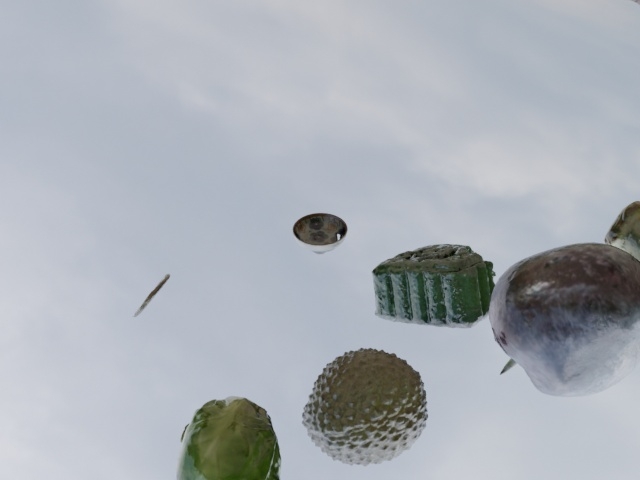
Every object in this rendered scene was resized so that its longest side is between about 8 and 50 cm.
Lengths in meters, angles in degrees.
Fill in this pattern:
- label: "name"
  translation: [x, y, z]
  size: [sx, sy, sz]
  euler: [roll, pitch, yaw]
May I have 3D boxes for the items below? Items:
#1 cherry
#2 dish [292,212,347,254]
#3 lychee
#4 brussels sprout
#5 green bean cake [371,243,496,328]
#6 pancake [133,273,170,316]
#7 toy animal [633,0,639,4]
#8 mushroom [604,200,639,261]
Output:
- label: "cherry"
  translation: [0.397, 0.128, 1.559]
  size: [0.255, 0.296, 0.218]
  euler: [42, -145, -20]
- label: "dish"
  translation: [0.000, 0.000, 2.524]
  size: [0.141, 0.078, 0.141]
  euler: [-1, -143, 1]
- label: "lychee"
  translation: [0.096, 0.356, 2.090]
  size: [0.255, 0.255, 0.274]
  euler: [33, -145, 23]
- label: "brussels sprout"
  translation: [-0.172, 0.415, 1.845]
  size: [0.244, 0.244, 0.244]
  euler: [18, -154, -9]
- label: "green bean cake"
  translation: [0.325, 0.106, 2.559]
  size: [0.300, 0.169, 0.308]
  euler: [1, -168, 38]
- label: "pancake"
  translation: [-0.325, 0.107, 1.896]
  size: [0.011, 0.115, 0.115]
  euler: [39, -155, -5]
- label: "toy animal"
  translation: [0.675, -0.610, 2.174]
  size: [0.255, 0.114, 0.116]
  euler: [38, -147, -66]
- label: "mushroom"
  translation: [0.619, 0.063, 1.692]
  size: [0.087, 0.107, 0.333]
  euler: [10, -145, -44]
